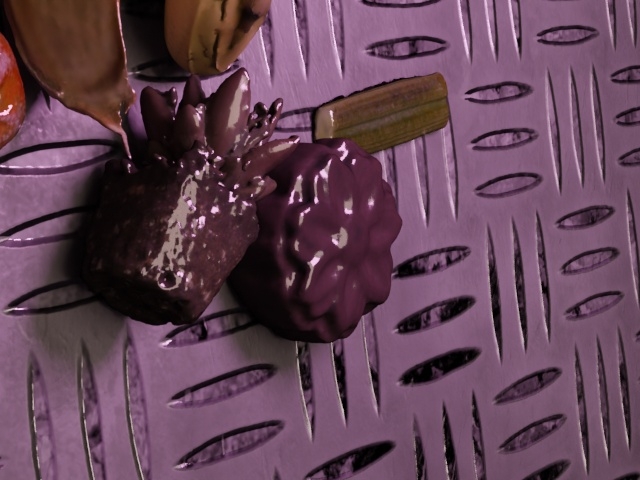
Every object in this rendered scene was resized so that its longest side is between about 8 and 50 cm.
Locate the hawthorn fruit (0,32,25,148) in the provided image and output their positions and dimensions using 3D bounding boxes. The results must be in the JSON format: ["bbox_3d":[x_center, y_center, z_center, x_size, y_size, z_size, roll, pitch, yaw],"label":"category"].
[{"bbox_3d":[-0.398,-0.166,1.686,0.173,0.173,0.172,3,86,-51],"label":"hawthorn fruit"}]

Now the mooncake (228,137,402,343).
[{"bbox_3d":[0.000,0.000,2.190,0.283,0.141,0.283,-2,93,-50],"label":"mooncake"}]

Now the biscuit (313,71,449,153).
[{"bbox_3d":[0.098,-0.187,2.398,0.322,0.038,0.099,-21,108,-50],"label":"biscuit"}]

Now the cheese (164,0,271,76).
[{"bbox_3d":[-0.111,-0.355,1.967,0.128,0.316,0.259,16,69,-7],"label":"cheese"}]

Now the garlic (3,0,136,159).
[{"bbox_3d":[-0.278,-0.266,1.816,0.151,0.196,0.338,-1,95,-37],"label":"garlic"}]

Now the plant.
[{"bbox_3d":[-0.158,-0.060,1.950,0.181,0.194,0.320,44,59,-45],"label":"plant"}]
